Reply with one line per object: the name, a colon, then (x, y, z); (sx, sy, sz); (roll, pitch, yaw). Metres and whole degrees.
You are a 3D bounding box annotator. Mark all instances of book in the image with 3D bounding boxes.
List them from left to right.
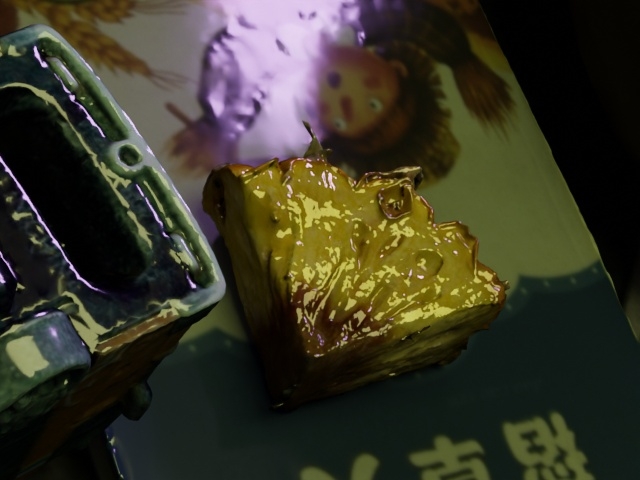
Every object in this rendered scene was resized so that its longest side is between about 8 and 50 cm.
book: (0.000, 0.000, 0.873); (0.300, 0.039, 0.428); (-9, 66, -36)

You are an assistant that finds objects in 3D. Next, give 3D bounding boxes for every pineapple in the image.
pineapple: (0.004, 0.021, 0.800); (0.137, 0.069, 0.116); (28, 55, -1)

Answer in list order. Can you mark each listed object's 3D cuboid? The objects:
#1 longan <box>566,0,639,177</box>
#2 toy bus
longan: (0.323, -0.185, 0.957); (0.404, 0.404, 0.436); (27, 52, -14)
toy bus: (-0.185, 0.047, 0.643); (0.275, 0.167, 0.138); (-28, 77, -35)
